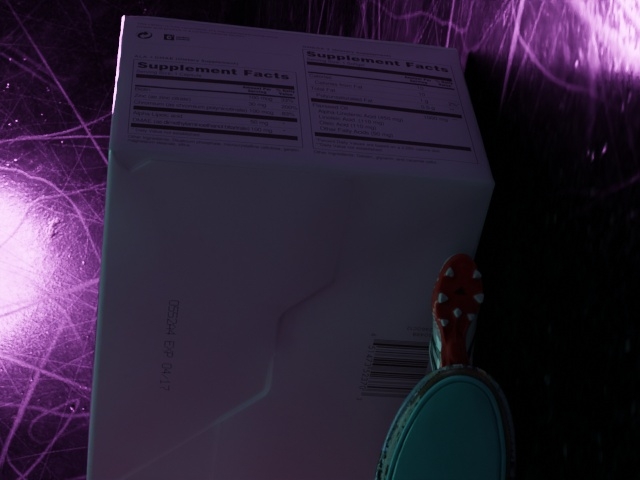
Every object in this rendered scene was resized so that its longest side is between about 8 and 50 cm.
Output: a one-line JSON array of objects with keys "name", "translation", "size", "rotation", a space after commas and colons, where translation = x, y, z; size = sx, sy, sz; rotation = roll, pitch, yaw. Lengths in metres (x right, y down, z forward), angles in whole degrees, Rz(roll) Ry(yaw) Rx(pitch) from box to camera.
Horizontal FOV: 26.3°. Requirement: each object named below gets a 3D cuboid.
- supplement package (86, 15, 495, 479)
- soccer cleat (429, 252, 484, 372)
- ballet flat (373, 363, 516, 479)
[{"name": "supplement package", "translation": [-0.030, 0.021, 0.825], "size": [0.145, 0.204, 0.262], "rotation": [-96, 14, -51]}, {"name": "soccer cleat", "translation": [0.070, 0.049, 0.732], "size": [0.035, 0.029, 0.083], "rotation": [172, 99, -78]}, {"name": "ballet flat", "translation": [0.056, 0.150, 0.659], "size": [0.070, 0.070, 0.188], "rotation": [-160, 78, -82]}]
